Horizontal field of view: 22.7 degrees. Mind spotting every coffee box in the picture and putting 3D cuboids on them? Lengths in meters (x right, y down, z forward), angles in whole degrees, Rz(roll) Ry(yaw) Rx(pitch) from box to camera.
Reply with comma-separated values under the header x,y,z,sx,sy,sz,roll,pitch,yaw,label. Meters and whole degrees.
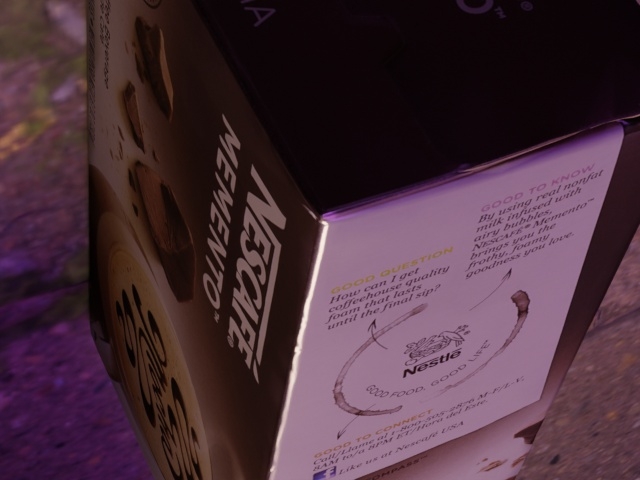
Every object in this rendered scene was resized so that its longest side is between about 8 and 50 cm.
x,y,z,sx,sy,sz,roll,pitch,yaw,label
0.000,0.000,0.556,0.119,0.168,0.297,-17,150,-19,coffee box
